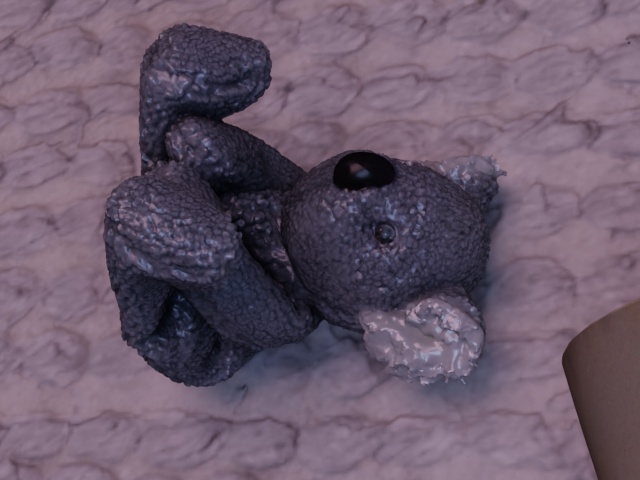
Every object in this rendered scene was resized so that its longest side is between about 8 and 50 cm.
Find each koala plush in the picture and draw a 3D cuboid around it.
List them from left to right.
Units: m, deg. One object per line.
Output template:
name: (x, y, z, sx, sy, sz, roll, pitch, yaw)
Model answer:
koala plush: (0.000, 0.000, 1.119, 0.221, 0.203, 0.196, 2, 47, 5)

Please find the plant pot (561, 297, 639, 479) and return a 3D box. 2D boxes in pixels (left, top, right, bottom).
plant pot: (0.247, 0.160, 0.765, 0.256, 0.256, 0.274, -13, 71, 20)
